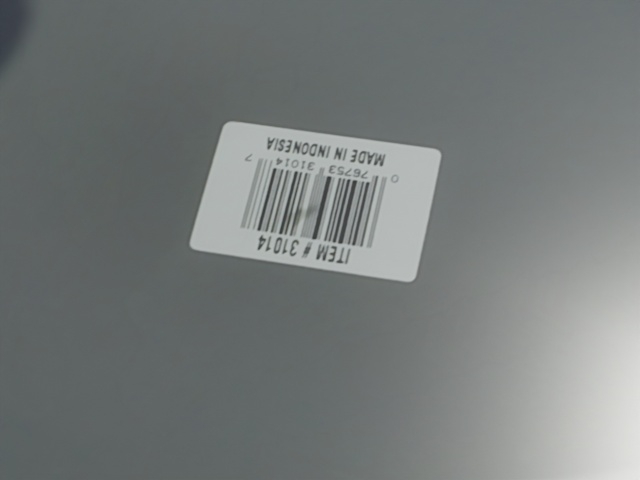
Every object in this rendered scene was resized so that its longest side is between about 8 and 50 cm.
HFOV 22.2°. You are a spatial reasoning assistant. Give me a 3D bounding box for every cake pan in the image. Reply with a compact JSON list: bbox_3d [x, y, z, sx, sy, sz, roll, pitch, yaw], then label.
[{"bbox_3d":[0.000,0.000,0.375,0.293,0.293,0.054,-23,-29,-9],"label":"cake pan"}]
